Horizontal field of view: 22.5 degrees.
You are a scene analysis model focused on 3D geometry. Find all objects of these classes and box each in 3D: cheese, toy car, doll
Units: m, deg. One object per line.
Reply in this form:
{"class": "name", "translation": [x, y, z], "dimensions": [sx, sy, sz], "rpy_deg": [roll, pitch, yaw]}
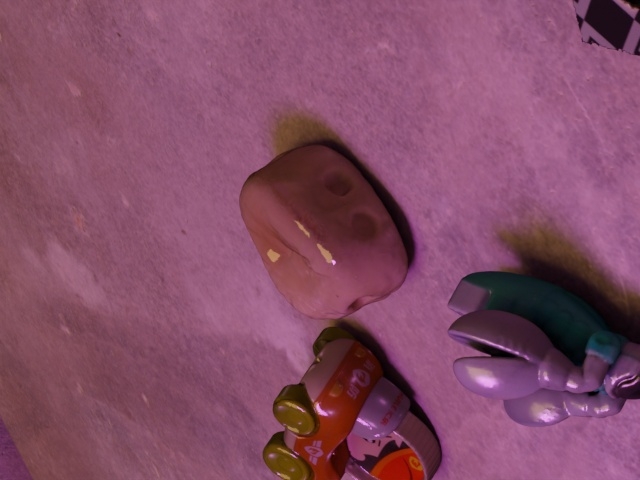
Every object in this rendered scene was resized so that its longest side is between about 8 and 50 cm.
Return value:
{"class": "cheese", "translation": [0.000, 0.000, 1.931], "dimensions": [0.235, 0.117, 0.218], "rpy_deg": [37, 147, 38]}
{"class": "toy car", "translation": [0.056, 0.247, 2.096], "dimensions": [0.235, 0.145, 0.235], "rpy_deg": [21, 140, 18]}
{"class": "doll", "translation": [0.233, 0.119, 1.649], "dimensions": [0.195, 0.153, 0.258], "rpy_deg": [39, 165, -28]}

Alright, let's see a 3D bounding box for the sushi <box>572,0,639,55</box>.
{"class": "sushi", "translation": [0.288, -0.249, 1.322], "dimensions": [0.231, 0.047, 0.219], "rpy_deg": [25, 143, 50]}
